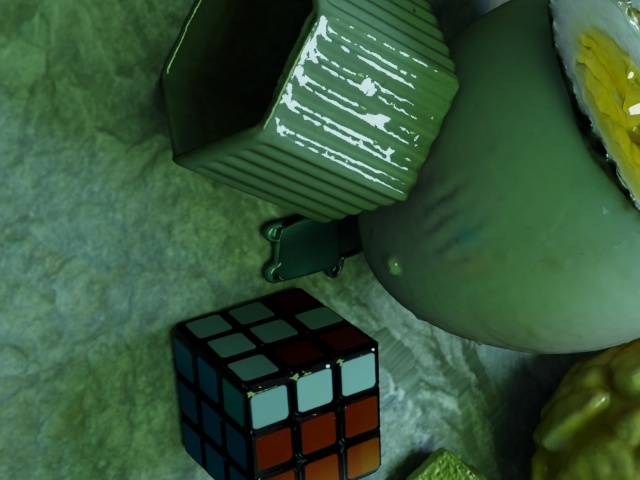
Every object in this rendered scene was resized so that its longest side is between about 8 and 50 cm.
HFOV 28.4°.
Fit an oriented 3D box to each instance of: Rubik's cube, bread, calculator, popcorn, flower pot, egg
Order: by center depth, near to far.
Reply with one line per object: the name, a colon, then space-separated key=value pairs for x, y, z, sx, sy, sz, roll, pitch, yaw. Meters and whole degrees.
flower pot: x=-0.013 y=-0.148 z=1.168 sx=0.190 sy=0.209 sz=0.239 roll=23 pitch=95 yaw=-36
egg: x=0.200 y=-0.041 z=1.287 sx=0.340 sy=0.354 sz=0.355 roll=-30 pitch=136 yaw=32
Rubik's cube: x=-0.045 y=0.165 z=1.310 sx=0.163 sy=0.162 sz=0.160 roll=-16 pitch=118 yaw=-26
calculator: x=0.000 y=0.000 z=1.361 sx=0.141 sy=0.019 sz=0.094 roll=-14 pitch=117 yaw=-30
bread: x=0.156 y=0.329 z=1.540 sx=0.114 sy=0.129 sz=0.111 roll=-36 pitch=151 yaw=-7
popcorn: x=0.430 y=0.289 z=1.586 sx=0.354 sy=0.344 sz=0.390 roll=42 pitch=111 yaw=2

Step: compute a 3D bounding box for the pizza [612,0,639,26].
pizza: x=0.384 y=-0.055 z=1.553 sx=0.435 sy=0.080 sz=0.391 roll=21 pitch=97 yaw=-36
